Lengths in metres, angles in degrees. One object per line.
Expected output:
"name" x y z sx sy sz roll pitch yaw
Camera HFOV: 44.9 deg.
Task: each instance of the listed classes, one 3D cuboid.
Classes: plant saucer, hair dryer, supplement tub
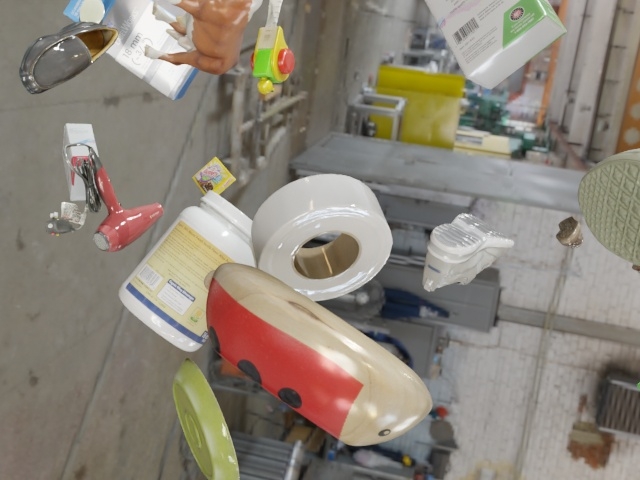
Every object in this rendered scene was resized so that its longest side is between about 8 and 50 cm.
"plant saucer" -0.208 0.325 1.354 0.241 0.037 0.241 48 -32 43
"hair dryer" -0.481 -0.085 1.802 0.293 0.080 0.223 22 79 -51
"supplement tub" -0.274 0.066 1.750 0.316 0.228 0.228 -51 166 -5

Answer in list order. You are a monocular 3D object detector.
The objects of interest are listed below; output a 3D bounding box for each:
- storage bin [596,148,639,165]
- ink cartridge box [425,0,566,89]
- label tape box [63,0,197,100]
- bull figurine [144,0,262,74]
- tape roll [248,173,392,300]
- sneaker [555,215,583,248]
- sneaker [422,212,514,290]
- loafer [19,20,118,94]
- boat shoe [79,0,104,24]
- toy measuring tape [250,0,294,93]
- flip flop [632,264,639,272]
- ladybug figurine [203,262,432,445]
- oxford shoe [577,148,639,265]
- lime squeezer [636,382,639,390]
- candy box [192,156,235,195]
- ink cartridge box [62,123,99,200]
"storage bin" 0.675 -0.132 1.688 0.135 0.091 0.098 63 -18 -13
"ink cartridge box" 0.355 -0.498 1.640 0.117 0.201 0.278 8 53 -50
"label tape box" -0.395 -0.508 1.736 0.240 0.334 0.106 -54 -173 13
"bull figurine" -0.191 -0.383 1.293 0.310 0.188 0.101 120 -21 -62
"tape roll" 0.000 0.000 1.608 0.286 0.286 0.100 89 -13 -48
"sneaker" 0.662 -0.011 2.023 0.071 0.066 0.188 56 25 -3
"sneaker" 0.261 0.024 1.436 0.281 0.105 0.115 -8 128 -52
"loafer" -0.329 -0.246 1.017 0.170 0.061 0.062 -66 145 -46
"boat shoe" -0.468 -0.434 1.583 0.043 0.049 0.137 127 -38 -64
"toy measuring tape" -0.120 -0.548 2.144 0.121 0.121 0.330 68 31 -71
"flip flop" 0.718 0.030 1.725 0.277 0.080 0.112 -122 -161 -66
"ladybug figurine" -0.028 0.197 1.317 0.162 0.449 0.305 -55 162 -9
"oxford shoe" 0.484 -0.059 0.934 0.169 0.130 0.449 66 -19 -3
"lime squeezer" 0.650 0.189 1.405 0.310 0.110 0.059 -48 -171 -31
"candy box" -0.337 -0.194 2.432 0.027 0.105 0.206 52 -3 -30
"ink cartridge box" -0.644 -0.212 2.086 0.127 0.072 0.175 113 -35 -44
